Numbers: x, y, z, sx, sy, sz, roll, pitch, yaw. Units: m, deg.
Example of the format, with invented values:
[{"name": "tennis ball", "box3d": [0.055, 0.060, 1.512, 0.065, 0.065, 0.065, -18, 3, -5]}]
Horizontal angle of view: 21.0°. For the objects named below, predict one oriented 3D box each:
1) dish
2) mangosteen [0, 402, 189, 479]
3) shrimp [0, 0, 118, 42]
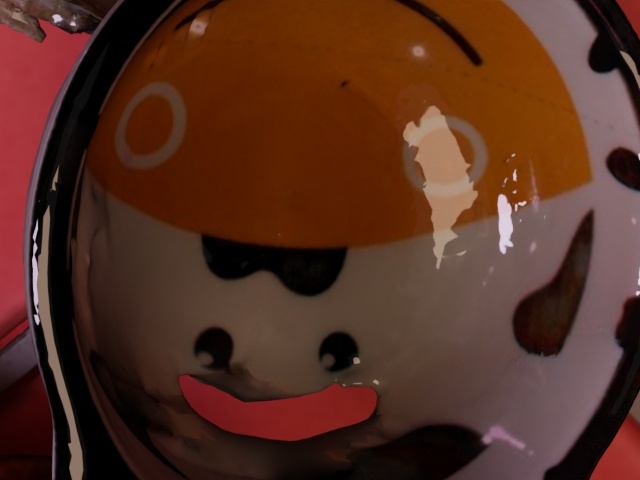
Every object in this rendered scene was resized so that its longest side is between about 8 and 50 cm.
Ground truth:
[{"name": "dish", "box3d": [0.000, 0.000, 0.689, 0.303, 0.120, 0.303, -5, 101, -25]}, {"name": "mangosteen", "box3d": [-0.195, 0.265, 0.715, 0.381, 0.381, 0.421, 7, 104, -9]}, {"name": "shrimp", "box3d": [-0.133, -0.161, 0.666, 0.223, 0.047, 0.126, 40, 99, -21]}]
